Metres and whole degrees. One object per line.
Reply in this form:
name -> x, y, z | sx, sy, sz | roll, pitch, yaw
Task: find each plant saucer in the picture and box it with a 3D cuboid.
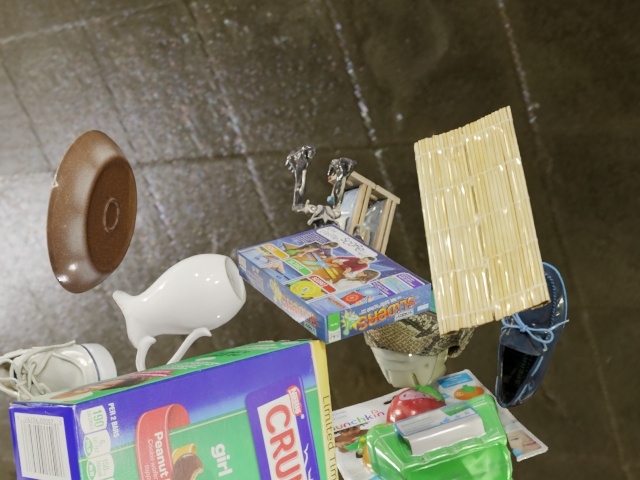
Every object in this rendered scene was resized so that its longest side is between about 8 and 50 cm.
plant saucer -> -0.265, -0.032, 1.293 | 0.036, 0.199, 0.199 | 8, 126, 13

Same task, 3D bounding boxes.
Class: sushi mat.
sushi mat -> 0.210, -0.029, 1.445 | 0.151, 0.317, 0.019 | -18, 146, 21

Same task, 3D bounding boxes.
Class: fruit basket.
fruit basket -> 0.176, 0.329, 1.885 | 0.353, 0.326, 0.166 | -125, 22, -63

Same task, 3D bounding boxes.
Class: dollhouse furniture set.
dollhouse furniture set -> 0.027, -0.031, 1.992 | 0.129, 0.129, 0.183 | 29, 154, -32

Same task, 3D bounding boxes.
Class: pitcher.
pitcher -> -0.227, 0.125, 1.794 | 0.207, 0.125, 0.178 | -23, 66, 11

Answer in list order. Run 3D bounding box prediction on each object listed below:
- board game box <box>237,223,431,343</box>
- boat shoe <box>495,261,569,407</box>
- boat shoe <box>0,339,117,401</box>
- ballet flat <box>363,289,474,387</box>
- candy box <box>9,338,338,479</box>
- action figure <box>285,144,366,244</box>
board game box -> 0.011, 0.043, 1.214 | 0.201, 0.136, 0.035 | 34, 133, 53
boat shoe -> 0.345, 0.165, 1.765 | 0.109, 0.089, 0.258 | 14, 115, 30
boat shoe -> -0.509, 0.246, 1.954 | 0.367, 0.156, 0.136 | 2, 93, 52
ballet flat -> 0.188, 0.184, 1.985 | 0.164, 0.482, 0.182 | 10, 92, 23
candy box -> -0.125, 0.255, 1.066 | 0.122, 0.317, 0.268 | -4, 94, 43
action figure -> 0.000, 0.000, 1.655 | 0.164, 0.276, 0.141 | 5, 154, -3
